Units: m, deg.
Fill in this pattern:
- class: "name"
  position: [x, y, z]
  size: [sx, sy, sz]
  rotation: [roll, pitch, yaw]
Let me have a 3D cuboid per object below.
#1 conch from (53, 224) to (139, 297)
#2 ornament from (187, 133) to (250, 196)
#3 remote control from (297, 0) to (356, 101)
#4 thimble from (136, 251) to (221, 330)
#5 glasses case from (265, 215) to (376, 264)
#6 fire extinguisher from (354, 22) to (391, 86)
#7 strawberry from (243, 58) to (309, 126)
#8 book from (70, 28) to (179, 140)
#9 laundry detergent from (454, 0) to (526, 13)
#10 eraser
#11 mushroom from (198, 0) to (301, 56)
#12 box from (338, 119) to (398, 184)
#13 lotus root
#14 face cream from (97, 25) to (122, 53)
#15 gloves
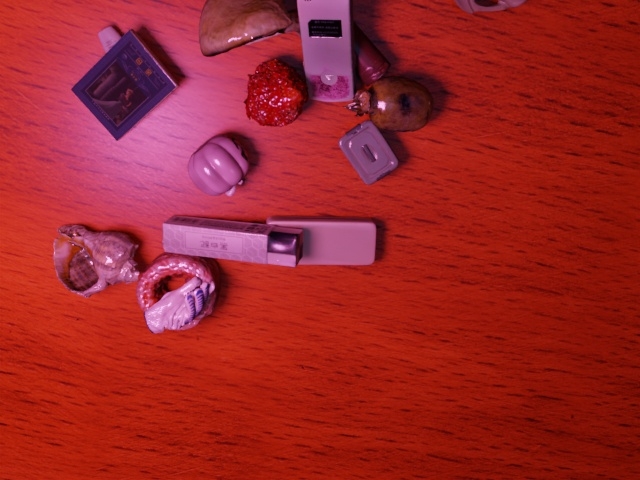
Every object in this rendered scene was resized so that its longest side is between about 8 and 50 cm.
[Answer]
- class: "conch"
  position: [-0.647, 0.058, 1.882]
  size: [0.291, 0.159, 0.210]
  rotation: [30, 98, 26]
- class: "ornament"
  position: [-0.284, -0.209, 1.819]
  size: [0.177, 0.177, 0.177]
  rotation: [-1, 106, -4]
- class: "remote control"
  position: [0.021, -0.524, 1.716]
  size: [0.145, 0.050, 0.344]
  rotation: [5, 140, 9]
- class: "thimble"
  position: [-0.419, 0.141, 1.918]
  size: [0.239, 0.162, 0.239]
  rotation: [-1, 103, -5]
- class: "glasses case"
  position: [0.000, 0.000, 1.949]
  size: [0.336, 0.076, 0.144]
  rotation: [2, 107, -5]
- class: "fire extinguisher"
  position: [0.076, -0.560, 1.776]
  size: [0.105, 0.105, 0.269]
  rotation: [-42, 105, 8]
- class: "strawberry"
  position: [-0.117, -0.402, 1.767]
  size: [0.187, 0.201, 0.184]
  rotation: [-38, 125, -12]
- class: "book"
  position: [-0.544, -0.426, 1.766]
  size: [0.269, 0.025, 0.191]
  rotation: [-33, 107, 25]
- class: "laundry detergent"
  position: [0.452, -0.727, 1.763]
  size: [0.253, 0.091, 0.181]
  rotation: [-6, 112, -3]
- class: "eraser"
  position: [-0.256, 0.000, 1.866]
  size: [0.404, 0.098, 0.096]
  rotation: [7, 109, 11]
- class: "mushroom"
  position: [-0.189, -0.603, 1.686]
  size: [0.292, 0.217, 0.212]
  rotation: [-5, 102, -2]
- class: "box"
  position: [0.138, -0.263, 1.874]
  size: [0.124, 0.093, 0.172]
  rotation: [-33, 105, 6]
- class: "lotus root"
  position: [0.199, -0.384, 1.785]
  size: [0.278, 0.154, 0.154]
  rotation: [0, 108, -30]
- class: "face cream"
  position: [-0.549, -0.503, 1.773]
  size: [0.072, 0.051, 0.182]
  rotation: [-26, 108, 11]
- class: "gloves"
  position: [-0.393, 0.181, 1.800]
  size: [0.229, 0.119, 0.097]
  rotation: [-32, 148, 11]
